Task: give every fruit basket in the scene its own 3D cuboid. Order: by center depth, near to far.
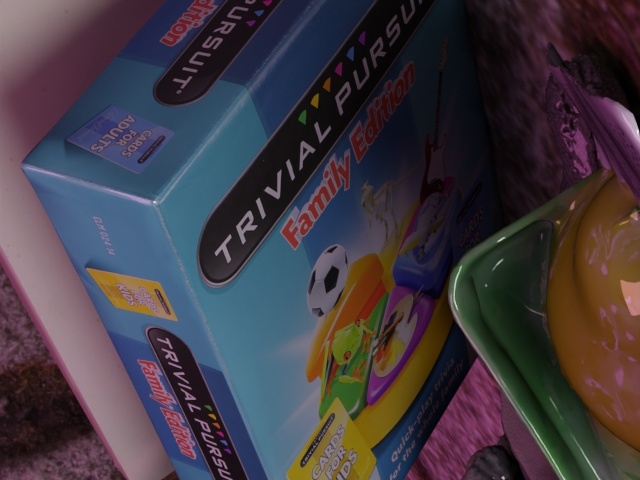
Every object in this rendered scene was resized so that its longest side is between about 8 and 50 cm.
[{"bbox_3d":[0.169,0.075,0.470,0.327,0.165,0.353,57,-176,-3],"label":"fruit basket"}]

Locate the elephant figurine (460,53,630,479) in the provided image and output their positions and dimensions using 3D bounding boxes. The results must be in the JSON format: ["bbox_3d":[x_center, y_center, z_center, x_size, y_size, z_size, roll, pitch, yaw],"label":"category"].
[{"bbox_3d":[0.146,0.071,0.717,0.186,0.169,0.239,27,142,24],"label":"elephant figurine"}]

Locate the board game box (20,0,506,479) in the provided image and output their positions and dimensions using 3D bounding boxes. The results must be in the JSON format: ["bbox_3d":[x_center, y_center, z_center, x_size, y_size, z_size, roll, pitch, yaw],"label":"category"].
[{"bbox_3d":[0.000,0.000,0.809,0.079,0.254,0.336,16,145,28],"label":"board game box"}]

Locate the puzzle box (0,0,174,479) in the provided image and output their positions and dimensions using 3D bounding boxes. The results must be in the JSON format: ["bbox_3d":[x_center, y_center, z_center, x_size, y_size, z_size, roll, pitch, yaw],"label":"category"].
[{"bbox_3d":[-0.067,-0.046,0.897,0.052,0.272,0.409,43,159,39],"label":"puzzle box"}]
